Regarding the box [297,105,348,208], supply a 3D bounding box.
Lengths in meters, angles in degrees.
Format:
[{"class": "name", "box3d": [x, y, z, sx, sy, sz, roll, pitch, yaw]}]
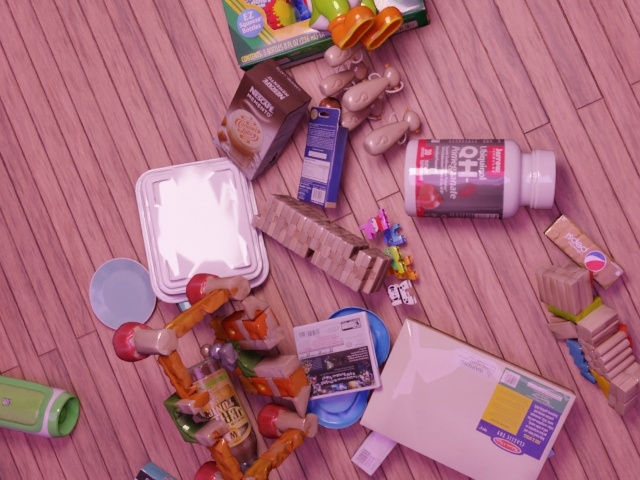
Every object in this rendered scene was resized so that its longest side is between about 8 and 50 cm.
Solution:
[{"class": "box", "box3d": [0.006, -0.197, 1.753, 0.036, 0.136, 0.226, 3, 100, -32]}]

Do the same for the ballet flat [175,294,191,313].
[{"class": "ballet flat", "box3d": [-0.332, 0.060, 1.856, 0.095, 0.096, 0.281, -10, 82, -12]}]

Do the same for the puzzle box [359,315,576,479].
[{"class": "puzzle box", "box3d": [0.325, 0.376, 1.683, 0.408, 0.052, 0.272, 25, 97, 8]}]

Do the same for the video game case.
[{"class": "video game case", "box3d": [0.037, 0.268, 1.728, 0.190, 0.022, 0.173, -16, 79, 24]}]

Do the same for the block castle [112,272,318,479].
[{"class": "block castle", "box3d": [-0.227, 0.318, 1.664, 0.212, 0.303, 0.454, -9, 112, 47]}]

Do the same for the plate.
[{"class": "plate", "box3d": [-0.507, 0.138, 1.932, 0.188, 0.024, 0.188, 0, 91, 12]}]

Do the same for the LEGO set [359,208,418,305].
[{"class": "LEGO set", "box3d": [0.157, 0.047, 1.753, 0.093, 0.087, 0.227, -21, 84, 29]}]

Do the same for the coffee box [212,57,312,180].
[{"class": "coffee box", "box3d": [-0.140, -0.277, 1.735, 0.141, 0.098, 0.246, 44, 139, 7]}]

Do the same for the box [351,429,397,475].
[{"class": "box", "box3d": [0.192, 0.408, 1.768, 0.067, 0.063, 0.324, 36, 99, 7]}]

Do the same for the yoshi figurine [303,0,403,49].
[{"class": "yoshi figurine", "box3d": [0.031, -0.581, 1.544, 0.203, 0.203, 0.362, -31, 76, -8]}]

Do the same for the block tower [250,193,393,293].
[{"class": "block tower", "box3d": [0.000, 0.000, 1.736, 0.335, 0.091, 0.097, 30, 107, 24]}]

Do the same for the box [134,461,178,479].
[{"class": "box", "box3d": [-0.465, 0.701, 1.923, 0.100, 0.060, 0.244, 31, 98, 9]}]

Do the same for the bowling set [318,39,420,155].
[{"class": "bowling set", "box3d": [0.087, -0.348, 1.730, 0.154, 0.199, 0.287, -34, 115, -19]}]

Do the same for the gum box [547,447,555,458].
[{"class": "gum box", "box3d": [0.422, 0.448, 1.731, 0.157, 0.041, 0.184, -34, 86, 11]}]

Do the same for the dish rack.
[{"class": "dish rack", "box3d": [-0.285, -0.035, 1.793, 0.285, 0.072, 0.333, -11, 81, -8]}]

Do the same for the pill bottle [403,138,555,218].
[{"class": "pill bottle", "box3d": [0.350, -0.136, 1.659, 0.318, 0.176, 0.177, 1, 92, 12]}]

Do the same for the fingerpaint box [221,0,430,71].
[{"class": "fingerpaint box", "box3d": [-0.010, -0.625, 1.726, 0.444, 0.163, 0.372, -14, 89, 12]}]

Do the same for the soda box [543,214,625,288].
[{"class": "soda box", "box3d": [0.586, 0.024, 1.673, 0.181, 0.058, 0.061, 44, 100, 8]}]

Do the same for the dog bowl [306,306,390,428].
[{"class": "dog bowl", "box3d": [0.062, 0.298, 1.788, 0.165, 0.074, 0.298, 23, 96, 11]}]

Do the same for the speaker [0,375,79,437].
[{"class": "speaker", "box3d": [-0.788, 0.429, 1.952, 0.296, 0.131, 0.131, 8, 94, 12]}]

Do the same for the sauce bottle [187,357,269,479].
[{"class": "sauce bottle", "box3d": [-0.224, 0.456, 1.839, 0.111, 0.111, 0.345, -28, 87, 12]}]

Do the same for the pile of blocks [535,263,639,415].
[{"class": "pile of blocks", "box3d": [0.609, 0.201, 1.660, 0.112, 0.149, 0.362, -29, 93, -21]}]
